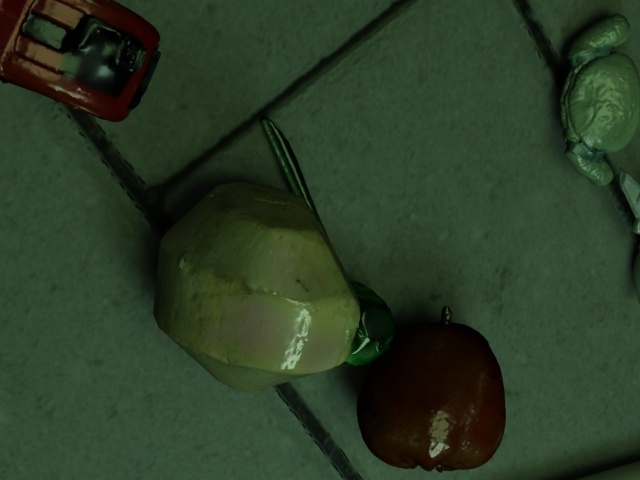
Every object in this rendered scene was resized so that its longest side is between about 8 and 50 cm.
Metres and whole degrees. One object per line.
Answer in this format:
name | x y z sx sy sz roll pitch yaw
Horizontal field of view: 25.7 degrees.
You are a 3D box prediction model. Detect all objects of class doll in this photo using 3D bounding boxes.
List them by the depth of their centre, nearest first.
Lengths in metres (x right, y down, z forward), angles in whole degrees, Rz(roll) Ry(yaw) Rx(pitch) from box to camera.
doll | 0.343 -0.170 1.721 0.103 0.071 0.214 -5 106 -25

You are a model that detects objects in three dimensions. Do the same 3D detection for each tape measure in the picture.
tape measure | -0.276 -0.199 1.317 0.260 0.253 0.114 25 92 -25

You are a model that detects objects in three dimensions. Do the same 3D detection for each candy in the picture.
candy | -0.002 0.000 1.631 0.097 0.097 0.323 -27 109 -14

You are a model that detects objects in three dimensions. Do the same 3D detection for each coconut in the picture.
coconut | -0.071 0.063 1.534 0.197 0.237 0.237 -23 123 -57

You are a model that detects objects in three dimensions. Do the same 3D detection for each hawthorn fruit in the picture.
hawthorn fruit | 0.139 0.179 1.698 0.185 0.185 0.202 16 82 -29

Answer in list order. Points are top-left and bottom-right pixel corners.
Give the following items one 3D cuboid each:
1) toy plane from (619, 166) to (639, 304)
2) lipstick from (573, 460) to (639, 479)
toy plane | 0.469 -0.025 1.817 0.251 0.101 0.255 4 107 -38
lipstick | 0.367 0.366 1.919 0.327 0.087 0.087 -12 113 -21
